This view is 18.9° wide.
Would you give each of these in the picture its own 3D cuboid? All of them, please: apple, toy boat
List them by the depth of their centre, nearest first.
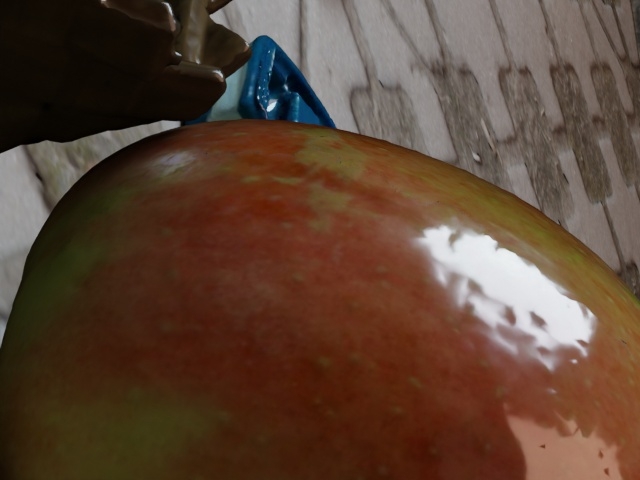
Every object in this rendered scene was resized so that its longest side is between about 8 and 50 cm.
[{"bbox_3d":[0.003,0.113,0.743,0.319,0.277,0.319,-168,-90,-85],"label":"apple"},{"bbox_3d":[0.000,0.000,1.240,0.096,0.062,0.299,-85,153,-46],"label":"toy boat"}]

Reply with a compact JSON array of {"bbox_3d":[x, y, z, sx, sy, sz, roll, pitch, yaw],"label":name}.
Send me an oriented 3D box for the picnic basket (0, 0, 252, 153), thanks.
[{"bbox_3d":[-0.090,-0.199,0.738,0.254,0.321,0.291,53,26,-41],"label":"picnic basket"}]
